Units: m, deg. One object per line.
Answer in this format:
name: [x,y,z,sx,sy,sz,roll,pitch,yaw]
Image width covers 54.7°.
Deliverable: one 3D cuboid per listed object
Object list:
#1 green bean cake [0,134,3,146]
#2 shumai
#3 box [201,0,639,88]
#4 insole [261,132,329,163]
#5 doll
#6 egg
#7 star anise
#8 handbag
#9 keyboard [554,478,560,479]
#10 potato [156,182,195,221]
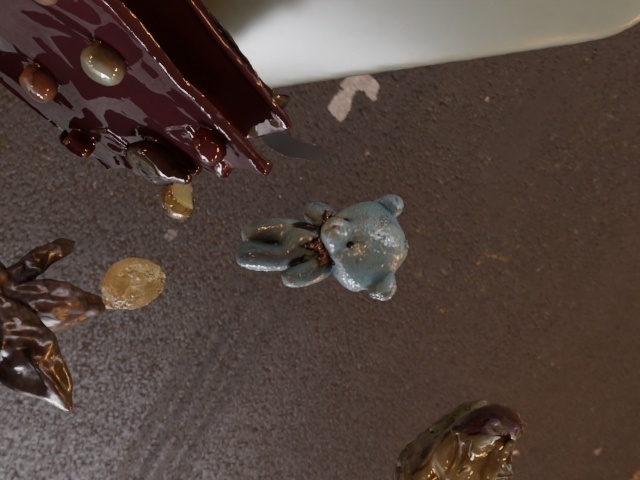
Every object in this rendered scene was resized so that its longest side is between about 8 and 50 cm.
green bean cake: [-0.929,-0.280,1.521,0.124,0.227,0.223,-13,113,15]
shumai: [0.259,0.396,1.178,0.346,0.217,0.283,-39,139,-32]
box: [0.001,-0.286,0.359,0.395,0.111,0.397,-3,139,21]
insole: [-0.044,-0.169,1.130,0.152,0.053,0.002,8,149,-37]
doll: [0.001,-0.002,0.636,0.179,0.120,0.075,6,155,5]
egg: [-0.407,0.094,1.341,0.140,0.116,0.118,-15,113,-22]
star anise: [-0.273,0.057,0.487,0.212,0.197,0.073,29,137,-33]
handbag: [-0.147,-0.116,0.401,0.216,0.203,0.074,49,60,-41]
keyboard: [0.243,0.342,0.777,0.176,0.014,0.055,-6,148,-43]
potato: [-0.405,-0.136,1.690,0.089,0.172,0.100,16,142,-37]
